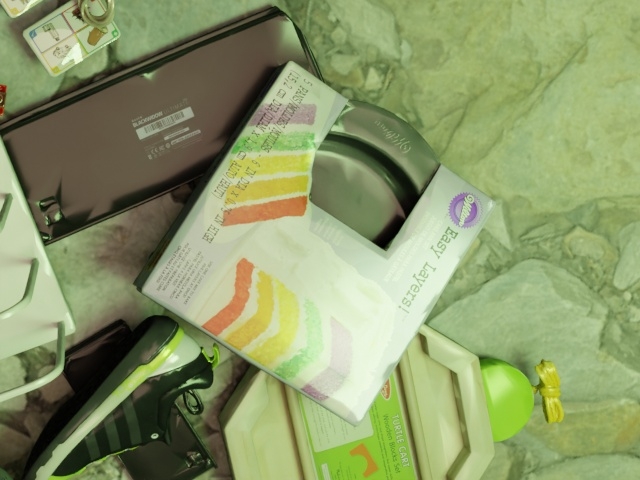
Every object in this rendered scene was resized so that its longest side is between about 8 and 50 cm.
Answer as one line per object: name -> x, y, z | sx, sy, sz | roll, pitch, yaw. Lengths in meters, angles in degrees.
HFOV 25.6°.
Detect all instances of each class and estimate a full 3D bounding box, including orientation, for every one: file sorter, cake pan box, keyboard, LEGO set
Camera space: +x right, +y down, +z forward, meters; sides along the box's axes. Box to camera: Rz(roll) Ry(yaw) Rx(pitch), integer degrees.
file sorter -> -0.344, 0.007, 1.176 | 0.193, 0.173, 0.277 | -20, 107, -4
cake pan box -> 0.000, 0.000, 1.314 | 0.246, 0.070, 0.267 | 35, 84, -12
keyboard -> -0.166, 0.161, 1.379 | 0.108, 0.023, 0.180 | -30, 108, 0
keyboard -> -0.133, -0.075, 1.336 | 0.317, 0.033, 0.201 | -24, 99, -8
LEGO set -> -0.331, -0.193, 1.264 | 0.244, 0.060, 0.182 | -36, 103, -13

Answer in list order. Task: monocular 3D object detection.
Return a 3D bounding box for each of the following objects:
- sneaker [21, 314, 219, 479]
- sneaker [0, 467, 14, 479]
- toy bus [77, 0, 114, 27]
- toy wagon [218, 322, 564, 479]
sneaker -> -0.186, 0.175, 1.319 | 0.097, 0.084, 0.234 | 40, 104, -14
sneaker -> -0.400, 0.311, 1.254 | 0.297, 0.129, 0.111 | -34, 100, -29
toy bus -> -0.157, -0.319, 1.238 | 0.104, 0.202, 0.191 | -34, 96, -49
toy wagon -> 0.077, 0.192, 1.424 | 0.344, 0.068, 0.267 | -15, 104, -12
